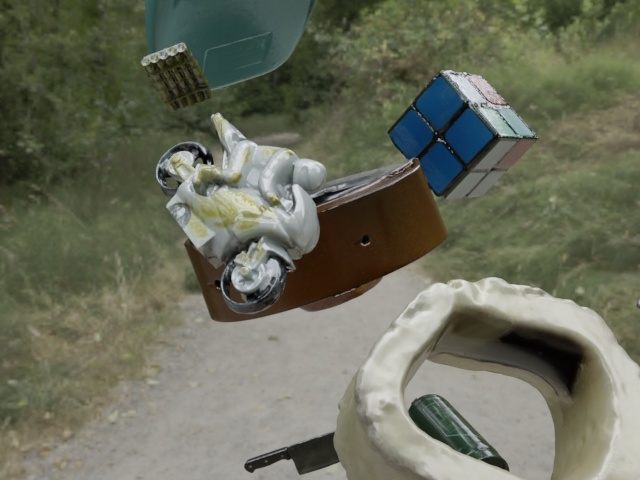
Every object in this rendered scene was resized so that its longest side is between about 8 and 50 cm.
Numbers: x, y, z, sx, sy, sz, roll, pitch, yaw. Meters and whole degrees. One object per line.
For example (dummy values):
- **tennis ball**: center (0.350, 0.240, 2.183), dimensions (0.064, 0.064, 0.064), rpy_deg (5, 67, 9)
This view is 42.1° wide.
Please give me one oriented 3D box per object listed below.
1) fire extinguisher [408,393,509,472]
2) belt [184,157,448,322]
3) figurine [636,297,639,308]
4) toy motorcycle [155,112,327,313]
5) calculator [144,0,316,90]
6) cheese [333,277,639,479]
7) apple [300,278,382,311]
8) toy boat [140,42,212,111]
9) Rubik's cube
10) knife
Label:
- **fire extinguisher**: center (0.238, 0.368, 1.548), dimensions (0.114, 0.095, 0.311), rpy_deg (42, 0, -26)
- **belt**: center (0.000, 0.000, 1.097), dimensions (0.339, 0.122, 0.217), rpy_deg (-20, 12, -7)
- **figurine**: center (0.489, 0.078, 1.164), dimensions (0.047, 0.050, 0.083), rpy_deg (37, -22, -30)
- **toy motorcycle**: center (-0.068, -0.039, 0.785), dimensions (0.228, 0.151, 0.074), rpy_deg (55, 1, 38)
- **calculator**: center (-0.115, -0.321, 1.141), dimensions (0.256, 0.054, 0.386), rpy_deg (-21, -18, -20)
- **cheese**: center (0.189, 0.195, 0.942), dimensions (0.332, 0.292, 0.153), rpy_deg (18, -35, -5)
- **apple**: center (0.019, 0.043, 1.563), dimensions (0.173, 0.160, 0.195), rpy_deg (-36, -1, 40)
- **toy boat**: center (-0.177, -0.201, 1.034), dimensions (0.063, 0.016, 0.115), rpy_deg (-20, -21, 2)
- **Rubik's cube**: center (0.266, -0.197, 1.561), dimensions (0.180, 0.167, 0.183), rpy_deg (-5, 55, -51)
- **knife**: center (-0.029, 0.434, 1.665), dimensions (0.245, 0.072, 0.019), rpy_deg (-18, 11, 2)
